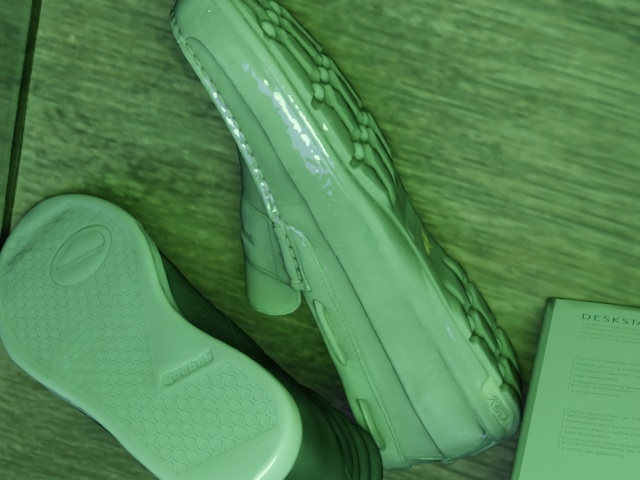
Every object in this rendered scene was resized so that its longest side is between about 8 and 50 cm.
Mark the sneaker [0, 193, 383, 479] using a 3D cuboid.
[{"bbox_3d":[-0.078,0.083,0.935,0.104,0.296,0.147,-48,136,-4],"label":"sneaker"}]

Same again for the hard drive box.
[{"bbox_3d":[0.193,0.129,0.859,0.181,0.232,0.089,7,118,11],"label":"hard drive box"}]

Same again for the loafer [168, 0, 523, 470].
[{"bbox_3d":[0.000,0.000,0.912,0.111,0.112,0.319,-26,108,16],"label":"loafer"}]
